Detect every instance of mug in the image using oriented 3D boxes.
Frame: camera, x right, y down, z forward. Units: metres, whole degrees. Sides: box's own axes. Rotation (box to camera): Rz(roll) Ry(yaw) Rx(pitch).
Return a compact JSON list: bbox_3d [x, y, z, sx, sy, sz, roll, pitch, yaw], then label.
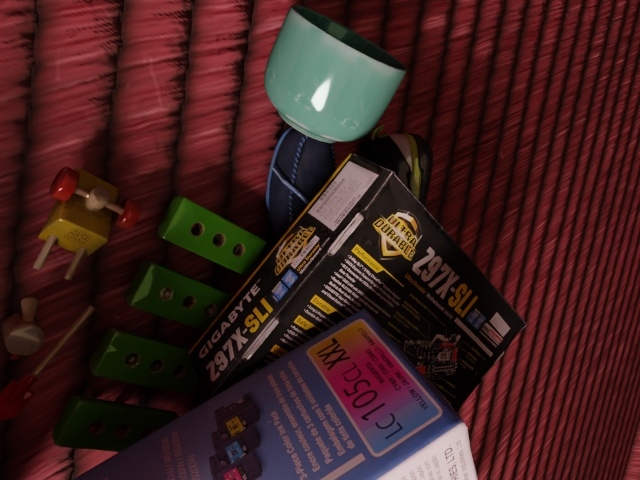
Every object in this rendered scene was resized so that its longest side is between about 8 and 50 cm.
[{"bbox_3d":[0.017,-0.162,0.494,0.157,0.129,0.097,-4,133,-48],"label":"mug"}]

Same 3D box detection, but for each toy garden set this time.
[{"bbox_3d":[-0.189,0.066,0.444,0.203,0.049,0.244,31,83,-42],"label":"toy garden set"}]

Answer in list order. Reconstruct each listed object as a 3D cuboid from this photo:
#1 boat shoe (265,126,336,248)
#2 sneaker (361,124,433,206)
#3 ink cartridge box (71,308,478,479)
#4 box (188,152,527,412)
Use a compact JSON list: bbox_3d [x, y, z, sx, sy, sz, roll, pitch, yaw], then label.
[{"bbox_3d":[0.000,0.000,0.550,0.109,0.089,0.258,-15,112,-36],"label":"boat shoe"},{"bbox_3d":[0.082,-0.033,0.633,0.097,0.084,0.235,-1,103,-15],"label":"sneaker"},{"bbox_3d":[-0.064,0.279,0.395,0.395,0.151,0.270,-29,124,-13],"label":"ink cartridge box"},{"bbox_3d":[0.064,0.108,0.522,0.322,0.079,0.257,39,88,-36],"label":"box"}]
